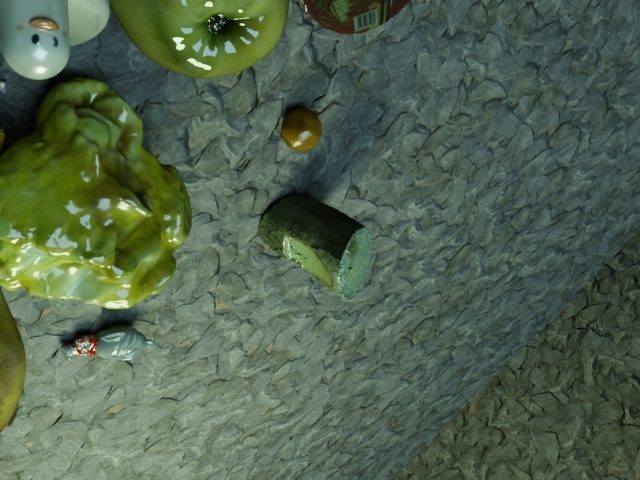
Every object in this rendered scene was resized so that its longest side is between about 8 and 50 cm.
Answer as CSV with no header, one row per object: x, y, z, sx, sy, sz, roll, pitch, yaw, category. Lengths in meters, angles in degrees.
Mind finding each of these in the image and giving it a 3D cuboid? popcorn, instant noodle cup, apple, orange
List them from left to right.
-0.371,-0.053,1.130,0.293,0.292,0.334,-10,145,2,popcorn
-0.176,-0.355,1.009,0.262,0.262,0.262,-22,137,-22,apple
-0.037,-0.214,1.374,0.085,0.085,0.085,-22,137,-22,orange
0.058,-0.485,1.182,0.274,0.091,0.274,-22,137,-21,instant noodle cup

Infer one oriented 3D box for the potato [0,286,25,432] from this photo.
-0.571,0.211,1.110,0.289,0.301,0.237,-34,110,-17,potato

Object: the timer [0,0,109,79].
-0.377,-0.295,0.883,0.233,0.233,0.240,-1,83,-38,timer

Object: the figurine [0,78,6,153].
-0.514,-0.161,1.017,0.115,0.095,0.156,-13,131,-46,figurine

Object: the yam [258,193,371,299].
0.000,0.000,1.481,0.154,0.254,0.154,-27,134,-33,yam

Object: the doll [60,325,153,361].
-0.433,0.213,1.455,0.180,0.079,0.094,-5,145,-19,doll
